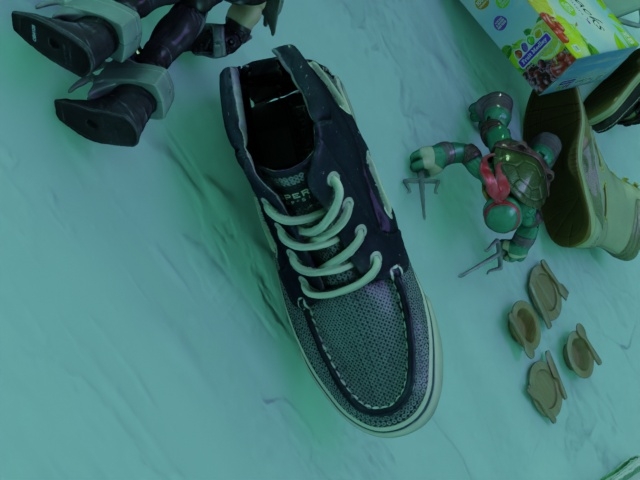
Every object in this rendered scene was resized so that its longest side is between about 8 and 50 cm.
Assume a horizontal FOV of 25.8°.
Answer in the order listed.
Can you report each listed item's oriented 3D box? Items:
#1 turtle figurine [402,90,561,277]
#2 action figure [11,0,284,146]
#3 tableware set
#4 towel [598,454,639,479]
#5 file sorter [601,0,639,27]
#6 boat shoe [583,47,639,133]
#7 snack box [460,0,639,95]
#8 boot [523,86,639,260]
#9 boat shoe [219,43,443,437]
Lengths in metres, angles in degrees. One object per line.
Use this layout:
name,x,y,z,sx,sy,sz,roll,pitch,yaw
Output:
turtle figurine,0.187,-0.057,1.459,0.175,0.118,0.234,54,35,-21
action figure,-0.108,-0.201,1.118,0.285,0.099,0.185,-47,143,-37
tableware set,0.253,0.109,1.539,0.169,0.020,0.141,-42,108,-51
towel,0.361,0.329,1.577,0.113,0.023,0.152,-17,89,-52
file sorter,0.412,-0.378,1.743,0.173,0.278,0.192,-4,78,-56
boat shoe,0.399,-0.184,1.799,0.073,0.080,0.223,56,35,-11
snack box,0.245,-0.271,1.598,0.174,0.070,0.207,-17,67,-52
boot,0.319,-0.085,1.662,0.165,0.077,0.213,13,66,-50
boat shoe,0.000,0.000,1.153,0.158,0.127,0.340,26,43,-74
